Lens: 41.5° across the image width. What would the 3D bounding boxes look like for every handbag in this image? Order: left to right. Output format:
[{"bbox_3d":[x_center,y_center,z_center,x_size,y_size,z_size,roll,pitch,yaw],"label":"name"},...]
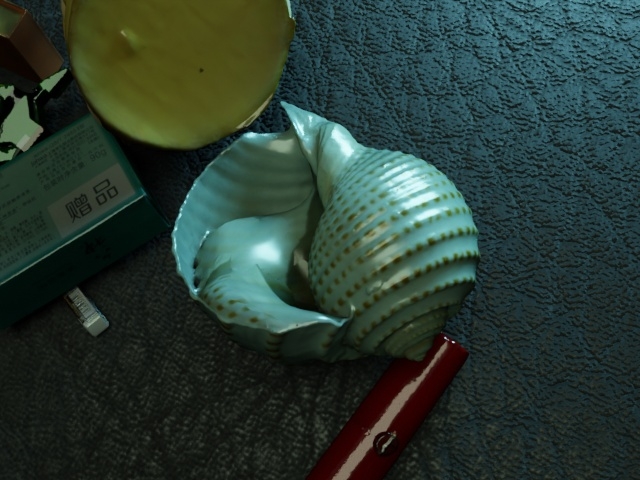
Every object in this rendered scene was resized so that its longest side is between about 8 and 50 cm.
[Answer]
[{"bbox_3d":[-0.441,-0.279,1.090,0.190,0.127,0.063,26,77,12],"label":"handbag"}]

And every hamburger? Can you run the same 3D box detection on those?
[{"bbox_3d":[-0.174,-0.255,0.998,0.276,0.237,0.276,-5,111,-14],"label":"hamburger"}]

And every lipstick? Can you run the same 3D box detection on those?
[{"bbox_3d":[0.057,0.219,0.925,0.073,0.073,0.279,35,81,14],"label":"lipstick"}]

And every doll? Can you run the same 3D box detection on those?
[{"bbox_3d":[-0.414,-0.161,1.056,0.186,0.106,0.134,9,88,-2],"label":"doll"}]

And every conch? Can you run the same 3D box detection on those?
[{"bbox_3d":[0.005,0.014,0.920,0.303,0.215,0.319,-25,41,-7],"label":"conch"}]

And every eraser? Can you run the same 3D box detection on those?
[{"bbox_3d":[-0.295,0.073,1.029,0.027,0.019,0.099,-41,71,-7],"label":"eraser"}]

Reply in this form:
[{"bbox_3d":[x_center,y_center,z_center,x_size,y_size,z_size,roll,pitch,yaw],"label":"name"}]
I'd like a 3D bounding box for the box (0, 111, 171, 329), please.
[{"bbox_3d":[-0.325,-0.026,1.013,0.245,0.092,0.153,-32,65,-3],"label":"box"}]

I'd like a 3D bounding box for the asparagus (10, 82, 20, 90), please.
[{"bbox_3d":[-0.444,-0.158,1.112,0.127,0.018,0.015,-48,115,-5],"label":"asparagus"}]
